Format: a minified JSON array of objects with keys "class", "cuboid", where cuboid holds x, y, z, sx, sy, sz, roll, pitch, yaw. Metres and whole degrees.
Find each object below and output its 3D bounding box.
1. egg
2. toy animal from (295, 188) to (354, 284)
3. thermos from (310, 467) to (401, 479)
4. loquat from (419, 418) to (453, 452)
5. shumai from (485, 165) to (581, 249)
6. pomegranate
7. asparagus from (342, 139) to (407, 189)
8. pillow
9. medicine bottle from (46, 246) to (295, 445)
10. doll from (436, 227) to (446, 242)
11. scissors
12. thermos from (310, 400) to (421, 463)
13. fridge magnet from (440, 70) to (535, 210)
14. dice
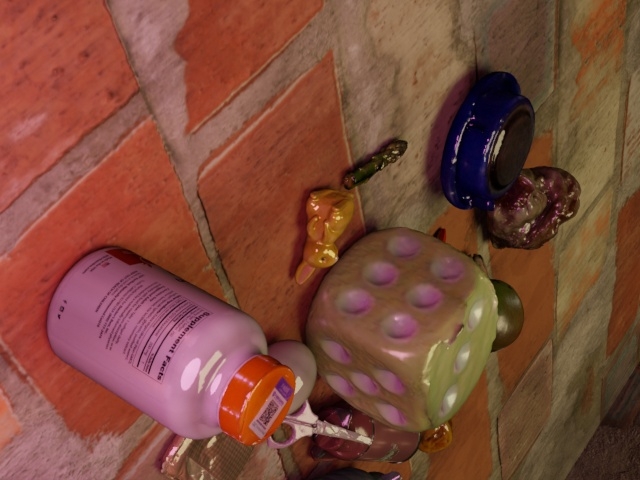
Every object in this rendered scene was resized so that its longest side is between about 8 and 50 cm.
[{"class":"egg","cuboid":[-0.063,0.218,1.617,0.135,0.103,0.103,-55,149,-15]},{"class":"toy animal","cuboid":[0.003,0.000,1.604,0.083,0.070,0.159,-16,130,-55]},{"class":"thermos","cuboid":[0.035,0.518,1.973,0.182,0.145,0.286,-41,160,24]},{"class":"loquat","cuboid":[0.220,0.376,2.169,0.113,0.137,0.137,-23,136,-14]},{"class":"shumai","cuboid":[0.401,-0.090,2.128,0.185,0.218,0.184,38,71,-21]},{"class":"pomegranate","cuboid":[0.326,0.131,2.139,0.180,0.179,0.210,10,66,-60]},{"class":"asparagus","cuboid":[0.093,-0.127,1.684,0.165,0.030,0.036,-38,130,-39]},{"class":"pillow","cuboid":[-0.171,0.333,1.602,0.135,0.034,0.211,-55,147,-14]},{"class":"medicine bottle","cuboid":[-0.168,0.128,1.194,0.157,0.288,0.157,-37,141,-39]},{"class":"doll","cuboid":[0.225,0.067,1.982,0.169,0.057,0.109,-71,155,-51]},{"class":"scissors","cuboid":[0.001,0.321,1.765,0.212,0.021,0.110,20,95,-22]},{"class":"thermos","cuboid":[0.067,0.362,1.949,0.330,0.136,0.110,25,63,-60]},{"class":"fridge magnet","cuboid":[0.309,-0.180,1.906,0.265,0.112,0.266,-38,140,-41]},{"class":"dice","cuboid":[0.142,0.151,1.748,0.252,0.254,0.250,-49,150,-28]}]
